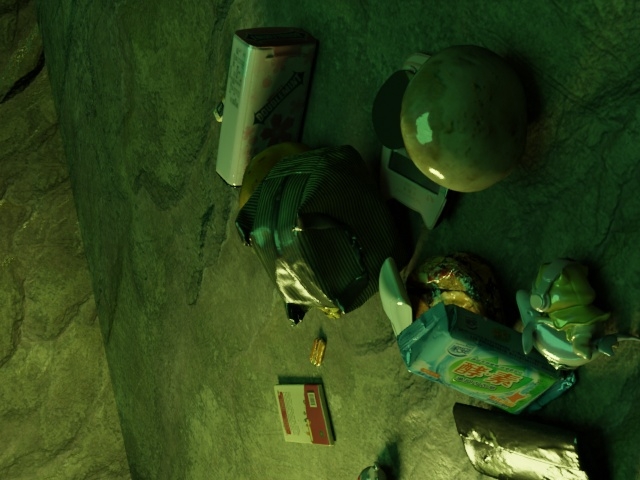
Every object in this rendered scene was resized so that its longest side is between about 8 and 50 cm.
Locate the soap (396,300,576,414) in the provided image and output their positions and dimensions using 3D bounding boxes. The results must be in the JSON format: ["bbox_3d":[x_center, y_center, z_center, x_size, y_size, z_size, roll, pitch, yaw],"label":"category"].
[{"bbox_3d":[0.290,0.210,1.439,0.156,0.293,0.077,125,163,-45],"label":"soap"}]

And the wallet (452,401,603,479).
[{"bbox_3d":[0.372,0.394,1.505,0.321,0.044,0.170,-2,118,56],"label":"wallet"}]

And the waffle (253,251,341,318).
[{"bbox_3d":[-0.056,0.088,1.971,0.291,0.051,0.291,40,174,5],"label":"waffle"}]

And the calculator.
[{"bbox_3d":[0.207,-0.202,1.593,0.220,0.048,0.329,37,127,46],"label":"calculator"}]

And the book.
[{"bbox_3d":[-0.047,0.462,2.202,0.232,0.022,0.162,-16,85,57],"label":"book"}]

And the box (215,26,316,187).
[{"bbox_3d":[-0.133,-0.306,1.932,0.112,0.190,0.369,46,134,39],"label":"box"}]

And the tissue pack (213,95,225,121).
[{"bbox_3d":[-0.240,-0.353,2.185,0.083,0.062,0.042,-42,71,54],"label":"tissue pack"}]

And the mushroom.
[{"bbox_3d":[0.223,-0.201,1.400,0.243,0.243,0.243,24,120,51],"label":"mushroom"}]

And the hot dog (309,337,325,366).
[{"bbox_3d":[-0.005,0.281,2.083,0.037,0.021,0.083,30,124,23],"label":"hot dog"}]

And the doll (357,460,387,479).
[{"bbox_3d":[0.122,0.593,1.946,0.102,0.075,0.227,-125,29,-46],"label":"doll"}]

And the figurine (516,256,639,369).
[{"bbox_3d":[0.406,0.124,1.336,0.208,0.128,0.184,23,117,42],"label":"figurine"}]

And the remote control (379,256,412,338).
[{"bbox_3d":[0.151,0.135,1.650,0.293,0.051,0.103,70,-178,-63],"label":"remote control"}]

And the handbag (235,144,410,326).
[{"bbox_3d":[0.000,0.000,1.677,0.247,0.240,0.340,-12,114,38],"label":"handbag"}]

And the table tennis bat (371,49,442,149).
[{"bbox_3d":[0.170,-0.274,1.576,0.246,0.022,0.138,-48,57,48],"label":"table tennis bat"}]

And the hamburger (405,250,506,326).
[{"bbox_3d":[0.263,0.130,1.564,0.231,0.107,0.231,23,120,46],"label":"hamburger"}]

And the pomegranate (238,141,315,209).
[{"bbox_3d":[-0.080,-0.109,1.893,0.233,0.233,0.233,24,120,51],"label":"pomegranate"}]
